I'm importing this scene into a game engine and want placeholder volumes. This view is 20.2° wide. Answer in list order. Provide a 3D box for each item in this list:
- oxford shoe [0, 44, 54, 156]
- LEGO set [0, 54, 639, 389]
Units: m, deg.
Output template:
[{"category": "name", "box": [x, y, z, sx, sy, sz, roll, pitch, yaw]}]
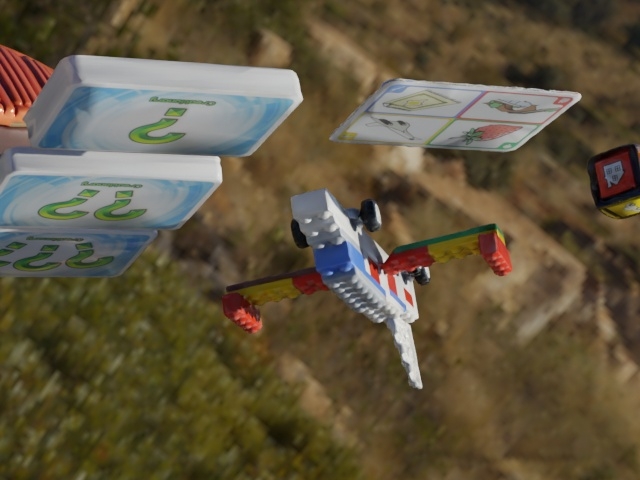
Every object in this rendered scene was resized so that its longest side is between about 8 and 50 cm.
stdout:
[{"category": "oxford shoe", "box": [-0.254, -0.060, 0.977, 0.271, 0.098, 0.097, 1, 32, -29]}, {"category": "LEGO set", "box": [0.000, 0.000, 0.646, 0.244, 0.182, 0.060, 1, 68, -26]}]
